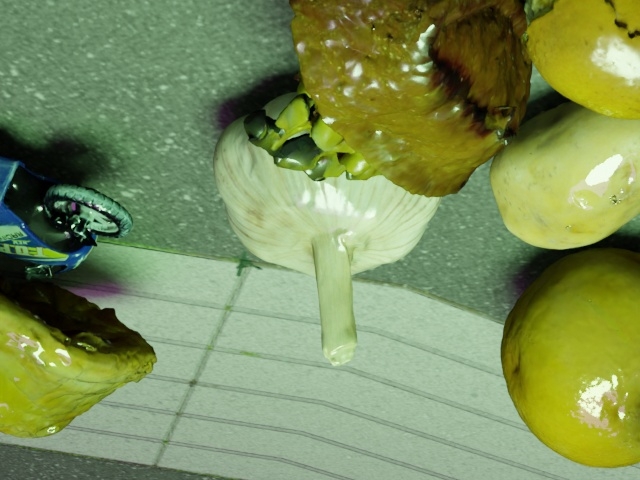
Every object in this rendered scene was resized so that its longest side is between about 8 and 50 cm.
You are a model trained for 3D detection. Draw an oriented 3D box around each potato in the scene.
[{"bbox_3d":[0.216,-0.058,0.990,0.118,0.109,0.178,45,132,-14],"label":"potato"}]

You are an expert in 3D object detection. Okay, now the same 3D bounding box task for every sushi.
[{"bbox_3d":[0.049,-0.130,0.864,0.179,0.166,0.296,6,171,28],"label":"sushi"}]

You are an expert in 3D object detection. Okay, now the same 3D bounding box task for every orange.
[{"bbox_3d":[0.204,-0.151,0.809,0.157,0.156,0.134,14,153,-9],"label":"orange"}]

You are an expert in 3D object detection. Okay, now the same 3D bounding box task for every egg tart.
[{"bbox_3d":[-0.339,0.096,1.217,0.351,0.153,0.339,18,172,29],"label":"egg tart"}]

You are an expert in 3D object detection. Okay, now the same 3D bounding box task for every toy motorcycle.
[{"bbox_3d":[-0.318,-0.035,1.160,0.315,0.113,0.169,13,159,10],"label":"toy motorcycle"}]

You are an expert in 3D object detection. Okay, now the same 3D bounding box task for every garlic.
[{"bbox_3d":[0.000,0.000,1.027,0.199,0.226,0.199,2,151,1],"label":"garlic"}]

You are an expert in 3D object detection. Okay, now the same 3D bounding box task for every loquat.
[{"bbox_3d":[0.275,0.109,1.161,0.208,0.208,0.208,6,148,4],"label":"loquat"}]
